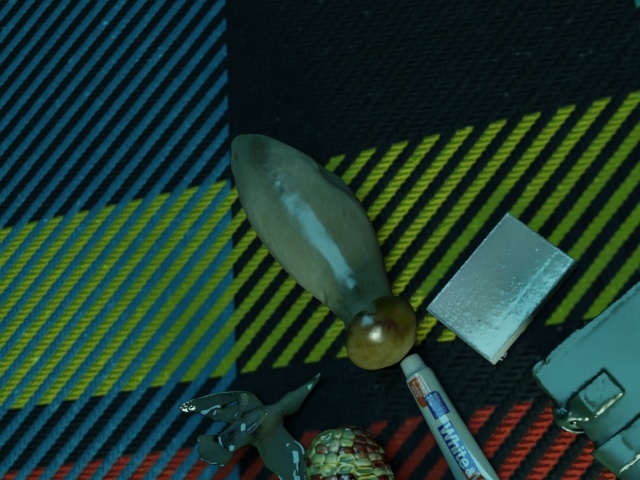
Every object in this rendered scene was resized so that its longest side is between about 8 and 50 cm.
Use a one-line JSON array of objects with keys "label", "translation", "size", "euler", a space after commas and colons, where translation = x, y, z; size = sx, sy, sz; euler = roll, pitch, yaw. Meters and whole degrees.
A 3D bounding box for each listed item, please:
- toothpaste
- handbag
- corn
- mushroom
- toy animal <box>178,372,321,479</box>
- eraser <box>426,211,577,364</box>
[{"label": "toothpaste", "translation": [0.150, 0.222, 1.202], "size": [0.052, 0.033, 0.218], "euler": [-35, 66, 13]}, {"label": "handbag", "translation": [0.384, 0.157, 1.106], "size": [0.260, 0.079, 0.247], "euler": [-40, 61, 4]}, {"label": "corn", "translation": [0.060, 0.336, 1.158], "size": [0.098, 0.098, 0.290], "euler": [-24, 68, 12]}, {"label": "mushroom", "translation": [0.000, 0.000, 1.290], "size": [0.128, 0.128, 0.350], "euler": [-36, 61, 6]}, {"label": "toy animal", "translation": [-0.061, 0.208, 1.254], "size": [0.155, 0.095, 0.219], "euler": [-48, 62, 4]}, {"label": "eraser", "translation": [0.208, 0.054, 1.244], "size": [0.104, 0.023, 0.150], "euler": [40, 89, 29]}]
